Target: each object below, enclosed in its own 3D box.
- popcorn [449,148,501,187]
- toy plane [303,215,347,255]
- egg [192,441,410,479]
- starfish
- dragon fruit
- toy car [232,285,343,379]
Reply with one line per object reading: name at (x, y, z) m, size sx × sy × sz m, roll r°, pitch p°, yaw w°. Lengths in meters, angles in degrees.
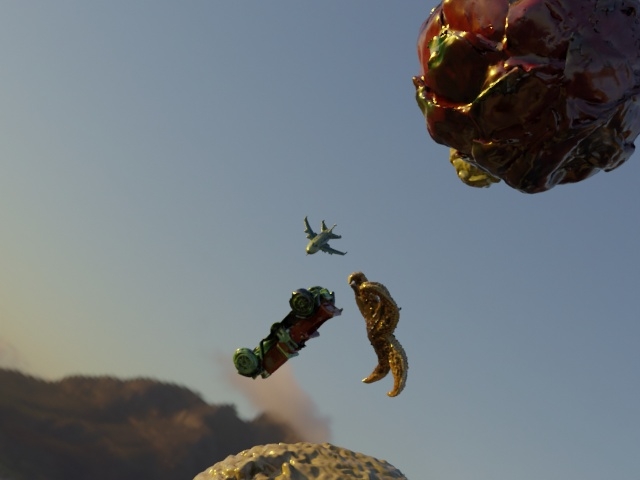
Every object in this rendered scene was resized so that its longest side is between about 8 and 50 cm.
popcorn at (0.243, -0.125, 1.830) m, size 0.109 × 0.097 × 0.089 m, roll 14°, pitch -3°, yaw 28°
toy plane at (-0.001, 0.002, 1.769) m, size 0.080 × 0.083 × 0.033 m, roll 43°, pitch -51°, yaw 2°
egg at (-0.003, 0.330, 1.184) m, size 0.310 × 0.279 × 0.279 m, roll 21°, pitch -9°, yaw -17°
starfish at (0.108, 0.174, 2.236) m, size 0.216 × 0.071 × 0.238 m, roll 95°, pitch -20°, yaw -58°
dragon fruit at (0.272, -0.219, 1.563) m, size 0.329 × 0.329 × 0.329 m, roll 35°, pitch -15°, yaw 10°
toy car at (-0.039, 0.113, 1.467) m, size 0.054 × 0.143 × 0.073 m, roll 47°, pitch 13°, yaw 13°
